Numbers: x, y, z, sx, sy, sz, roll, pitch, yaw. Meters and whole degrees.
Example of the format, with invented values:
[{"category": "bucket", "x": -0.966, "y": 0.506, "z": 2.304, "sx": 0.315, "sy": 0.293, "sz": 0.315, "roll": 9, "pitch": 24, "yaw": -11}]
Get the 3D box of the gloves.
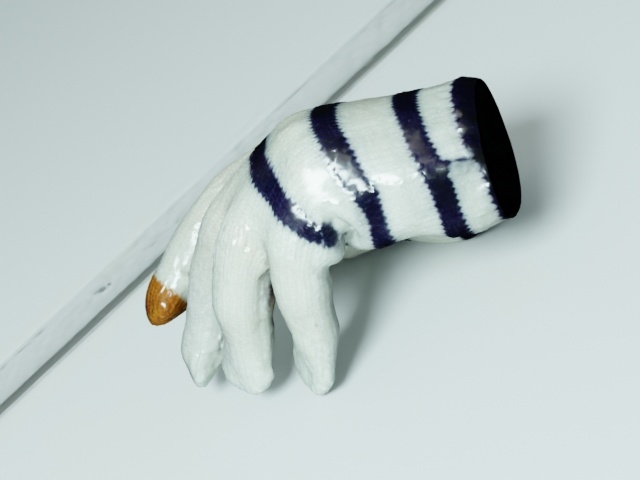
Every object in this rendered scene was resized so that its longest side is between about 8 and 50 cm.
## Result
[{"category": "gloves", "x": -0.006, "y": -0.009, "z": 0.775, "sx": 0.219, "sy": 0.131, "sz": 0.140, "roll": -16, "pitch": 36, "yaw": 17}]
